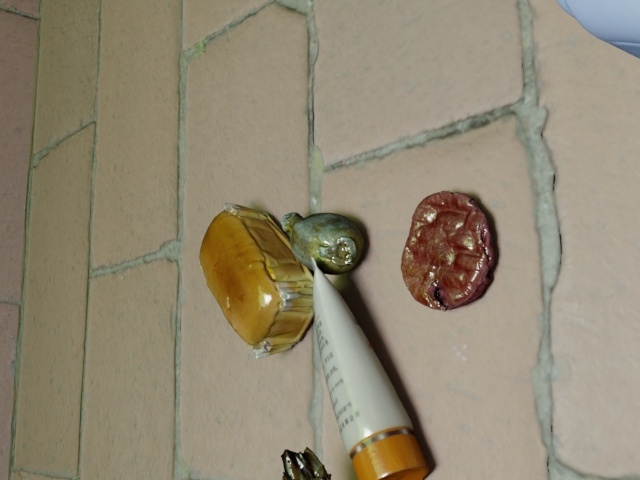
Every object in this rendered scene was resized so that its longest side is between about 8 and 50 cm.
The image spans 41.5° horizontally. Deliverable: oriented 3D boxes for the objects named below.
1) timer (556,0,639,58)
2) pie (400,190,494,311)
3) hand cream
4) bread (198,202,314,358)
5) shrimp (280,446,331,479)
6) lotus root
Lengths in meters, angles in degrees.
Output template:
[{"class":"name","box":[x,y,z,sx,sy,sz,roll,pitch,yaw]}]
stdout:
[{"class":"timer","box":[0.351,-0.291,0.595,0.173,0.395,0.394,24,102,51]},{"class":"pie","box":[0.157,0.013,1.043,0.154,0.038,0.153,-18,66,47]},{"class":"hand cream","box":[0.041,0.178,1.110,0.139,0.089,0.314,80,168,-59]},{"class":"bread","box":[-0.104,0.056,1.306,0.241,0.107,0.136,54,127,42]},{"class":"shrimp","box":[0.064,0.335,0.974,0.290,0.054,0.222,46,144,15]},{"class":"lotus root","box":[0.002,0.001,1.206,0.165,0.088,0.088,21,99,52]}]
